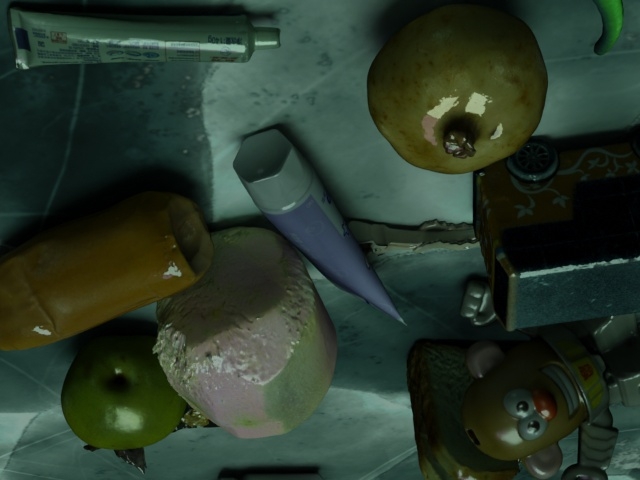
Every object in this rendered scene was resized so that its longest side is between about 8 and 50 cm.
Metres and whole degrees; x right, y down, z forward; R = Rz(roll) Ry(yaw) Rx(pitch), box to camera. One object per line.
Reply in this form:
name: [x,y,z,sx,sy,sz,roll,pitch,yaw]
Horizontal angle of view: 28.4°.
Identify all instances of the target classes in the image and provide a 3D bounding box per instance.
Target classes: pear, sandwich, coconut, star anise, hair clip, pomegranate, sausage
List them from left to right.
sausage: [-0.292,0.042,1.543,0.354,0.116,0.134,-19,107,29]
star anise: [-0.307,0.280,1.925,0.124,0.056,0.129,19,113,17]
pear: [-0.277,0.217,1.807,0.180,0.166,0.216,-17,170,-8]
coconut: [-0.096,0.127,1.612,0.233,0.233,0.245,-11,142,6]
hair clip: [0.140,-0.001,1.640,0.226,0.034,0.072,-3,151,-9]
pomegranate: [0.138,-0.147,1.269,0.196,0.196,0.196,-5,147,-3]
sandwich: [0.276,0.271,1.889,0.288,0.254,0.099,0,139,-15]

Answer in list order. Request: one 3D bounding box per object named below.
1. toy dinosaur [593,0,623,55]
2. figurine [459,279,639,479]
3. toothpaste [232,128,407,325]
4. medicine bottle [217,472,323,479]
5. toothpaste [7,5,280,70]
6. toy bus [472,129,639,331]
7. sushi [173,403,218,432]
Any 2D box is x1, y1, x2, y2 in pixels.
toy dinosaur: [0.054,-0.276,1.106,0.374,0.144,0.500,-11,143,15]
figurine: [0.327,0.199,1.763,0.285,0.342,0.167,-28,157,-6]
toothpaste: [0.000,0.000,1.560,0.125,0.080,0.371,27,162,36]
medicine bottle: [-0.090,0.468,2.262,0.187,0.103,0.103,1,147,-13]
toothpaste: [-0.174,-0.200,1.263,0.268,0.047,0.069,-1,166,-4]
toy bus: [0.353,-0.015,1.508,0.323,0.194,0.162,-7,146,2]
sushi: [-0.249,0.281,1.991,0.215,0.050,0.192,-2,147,-7]
